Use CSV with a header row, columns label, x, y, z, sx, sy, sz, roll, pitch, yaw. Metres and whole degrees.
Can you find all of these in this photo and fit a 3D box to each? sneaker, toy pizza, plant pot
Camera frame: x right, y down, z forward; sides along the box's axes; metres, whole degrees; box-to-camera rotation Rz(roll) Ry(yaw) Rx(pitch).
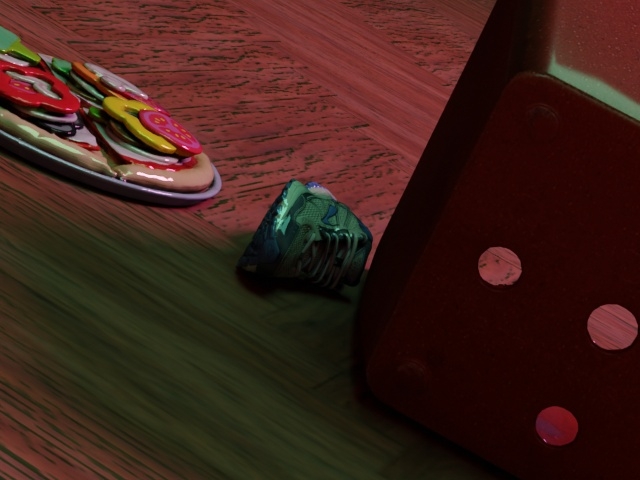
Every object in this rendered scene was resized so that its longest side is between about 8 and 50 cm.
label,x,y,z,sx,sy,sz,roll,pitch,yaw
sneaker,0.000,0.000,0.955,0.058,0.052,0.135,33,15,7
toy pizza,-0.144,-0.080,1.015,0.201,0.032,0.201,25,14,-7
plant pot,0.162,0.001,0.874,0.267,0.267,0.236,29,27,8
